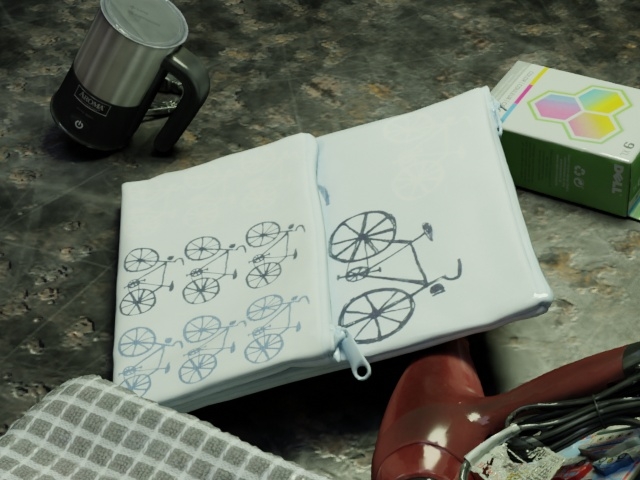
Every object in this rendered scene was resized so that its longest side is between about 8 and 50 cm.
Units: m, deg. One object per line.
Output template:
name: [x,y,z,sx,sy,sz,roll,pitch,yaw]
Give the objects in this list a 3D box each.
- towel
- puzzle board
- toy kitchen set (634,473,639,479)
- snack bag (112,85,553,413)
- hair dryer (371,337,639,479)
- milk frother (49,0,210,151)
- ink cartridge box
towel: [-0.118,0.219,0.965,0.284,0.121,0.235,19,45,26]
puzzle board: [0.165,0.158,1.042,0.128,0.011,0.096,-20,17,51]
toy kitchen set: [0.306,0.149,1.014,0.166,0.122,0.207,26,47,32]
snack bag: [0.000,0.000,1.232,0.342,0.037,0.323,-15,34,6]
hair dryer: [0.139,0.126,1.051,0.223,0.080,0.293,-32,25,-18]
milk frother: [-0.163,-0.167,1.439,0.129,0.135,0.143,24,40,-15]
ink cartridge box: [0.244,-0.085,1.359,0.209,0.062,0.109,18,44,25]
